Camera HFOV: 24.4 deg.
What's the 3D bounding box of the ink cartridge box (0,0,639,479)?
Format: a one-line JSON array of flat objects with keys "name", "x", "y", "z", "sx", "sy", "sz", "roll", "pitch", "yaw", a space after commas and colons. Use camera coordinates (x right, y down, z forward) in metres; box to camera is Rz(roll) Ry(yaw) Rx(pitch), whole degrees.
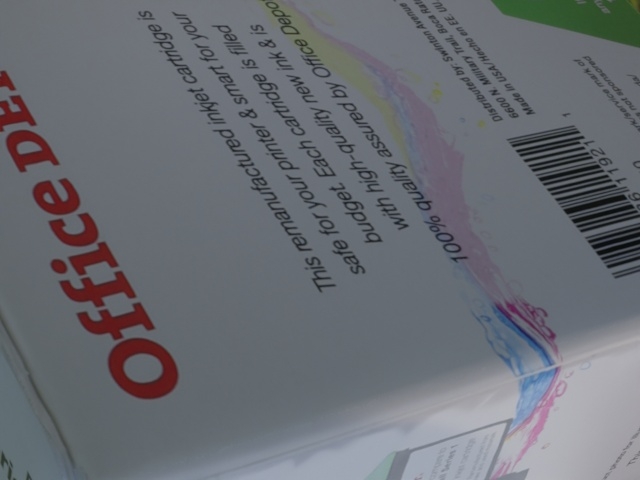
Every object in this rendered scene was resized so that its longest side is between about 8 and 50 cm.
[{"name": "ink cartridge box", "x": 0.000, "y": 0.000, "z": 0.490, "sx": 0.278, "sy": 0.201, "sz": 0.117, "roll": -14, "pitch": 143, "yaw": -31}]
